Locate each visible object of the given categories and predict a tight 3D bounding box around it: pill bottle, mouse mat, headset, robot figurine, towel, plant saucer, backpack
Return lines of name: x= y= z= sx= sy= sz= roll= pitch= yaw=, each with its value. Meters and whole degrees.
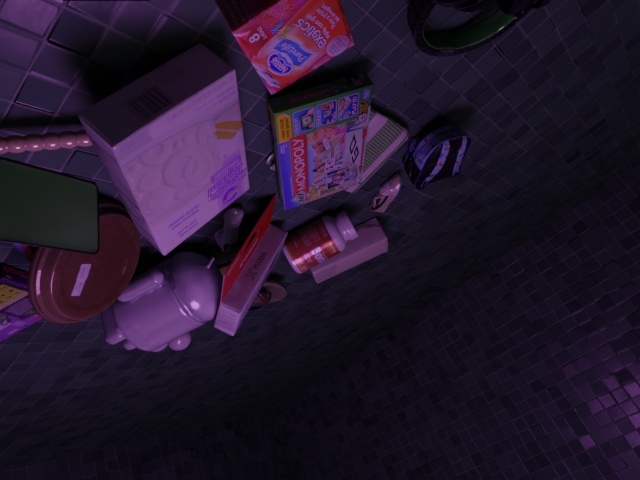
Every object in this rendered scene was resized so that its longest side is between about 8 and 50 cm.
pill bottle: x=0.000 y=0.000 z=1.439 sx=0.216 sy=0.121 sz=0.121 roll=-29 pitch=154 yaw=6
mouse mat: x=-0.489 y=-0.057 z=0.865 sx=0.007 sy=0.153 sz=0.189 roll=-19 pitch=160 yaw=30
headset: x=0.301 y=-0.495 z=0.839 sx=0.243 sy=0.185 sz=0.394 roll=-10 pitch=165 yaw=-22
robot figurine: x=-0.402 y=0.159 z=1.277 sx=0.353 sy=0.200 sz=0.300 roll=-29 pitch=154 yaw=5
towel: x=0.054 y=-0.229 z=1.171 sx=0.325 sy=0.038 sz=0.248 roll=9 pitch=136 yaw=-47
plant saucer: x=-0.475 y=0.050 z=1.003 sx=0.278 sy=0.041 sz=0.278 roll=-57 pitch=160 yaw=-34
backpack: x=0.315 y=-0.239 z=1.290 sx=0.158 sy=0.117 sz=0.173 roll=-18 pitch=153 yaw=-15

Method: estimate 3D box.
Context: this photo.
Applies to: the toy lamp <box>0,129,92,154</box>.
toy lamp: x=-0.460 y=-0.160 z=0.784 sx=0.274 sy=0.080 sz=0.080 roll=-11 pitch=150 yaw=-30

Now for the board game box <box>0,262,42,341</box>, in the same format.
board game box: x=-0.803 y=0.181 z=1.134 sx=0.347 sy=0.056 sz=0.208 roll=-28 pitch=150 yaw=5

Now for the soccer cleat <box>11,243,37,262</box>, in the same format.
soccer cleat: x=-0.548 y=-0.007 z=0.935 sx=0.108 sy=0.116 sz=0.318 roll=-22 pitch=154 yaw=-6

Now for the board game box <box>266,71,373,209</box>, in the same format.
board game box: x=0.000 y=-0.208 z=1.073 sx=0.213 sy=0.046 sz=0.317 roll=-21 pitch=151 yaw=-12

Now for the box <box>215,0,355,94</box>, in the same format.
box: x=-0.076 y=-0.334 z=0.605 sx=0.128 sy=0.257 sz=0.122 roll=-30 pitch=155 yaw=7

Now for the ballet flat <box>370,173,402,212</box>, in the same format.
ballet flat: x=0.194 y=-0.136 z=1.443 sx=0.052 sy=0.057 sz=0.168 roll=-5 pitch=148 yaw=-19

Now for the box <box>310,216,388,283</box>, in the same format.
box: x=0.086 y=0.035 z=1.611 sx=0.275 sy=0.094 sz=0.113 roll=-25 pitch=154 yaw=-4

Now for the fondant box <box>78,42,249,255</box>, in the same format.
fondant box: x=-0.254 y=-0.149 z=0.873 sx=0.238 sy=0.096 sz=0.330 roll=-43 pitch=162 yaw=-24

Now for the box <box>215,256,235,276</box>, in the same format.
box: x=-0.266 y=0.110 z=1.513 sx=0.164 sy=0.021 sz=0.201 roll=-22 pitch=154 yaw=-8

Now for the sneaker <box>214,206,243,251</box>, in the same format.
sneaker: x=-0.231 y=-0.028 z=1.250 sx=0.053 sy=0.061 sz=0.152 roll=-4 pitch=145 yaw=-34

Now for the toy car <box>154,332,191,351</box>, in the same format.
toy car: x=-0.484 y=0.254 z=1.474 sx=0.182 sy=0.159 sz=0.136 roll=13 pitch=98 yaw=-52

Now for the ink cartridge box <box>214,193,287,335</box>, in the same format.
ink cartridge box: x=-0.172 y=0.066 z=1.255 sx=0.261 sy=0.066 sz=0.296 roll=114 pitch=2 yaw=-51

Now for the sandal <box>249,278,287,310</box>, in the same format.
sandal: x=-0.235 y=0.188 z=1.559 sx=0.302 sy=0.086 sz=0.120 roll=6 pitch=140 yaw=-47
